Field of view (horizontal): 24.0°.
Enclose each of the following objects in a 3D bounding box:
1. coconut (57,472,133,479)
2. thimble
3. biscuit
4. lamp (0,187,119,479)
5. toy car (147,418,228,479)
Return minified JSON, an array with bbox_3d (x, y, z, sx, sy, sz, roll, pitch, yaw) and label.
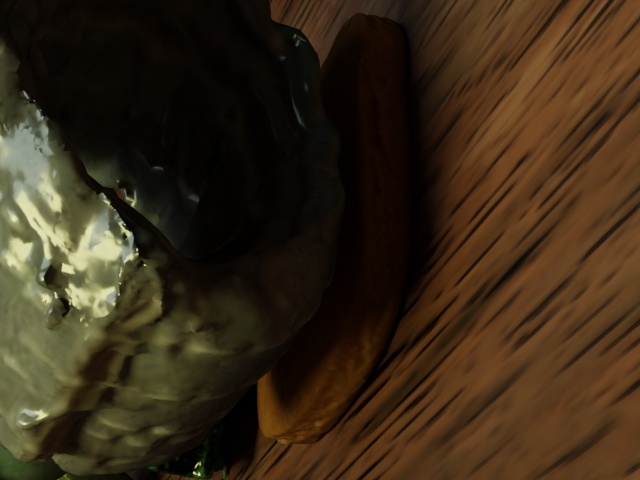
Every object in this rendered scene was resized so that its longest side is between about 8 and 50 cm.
[{"bbox_3d":[-0.237,0.238,1.131,0.241,0.241,0.241,-170,90,-74],"label":"coconut"},{"bbox_3d":[-0.099,-0.025,0.689,0.172,0.205,0.236,-50,37,44],"label":"thimble"},{"bbox_3d":[-0.001,0.000,0.779,0.186,0.036,0.192,121,154,-55],"label":"biscuit"},{"bbox_3d":[-0.177,0.027,0.873,0.284,0.147,0.209,-110,21,-53],"label":"lamp"},{"bbox_3d":[-0.120,0.082,1.022,0.321,0.097,0.141,163,116,-72],"label":"toy car"}]
